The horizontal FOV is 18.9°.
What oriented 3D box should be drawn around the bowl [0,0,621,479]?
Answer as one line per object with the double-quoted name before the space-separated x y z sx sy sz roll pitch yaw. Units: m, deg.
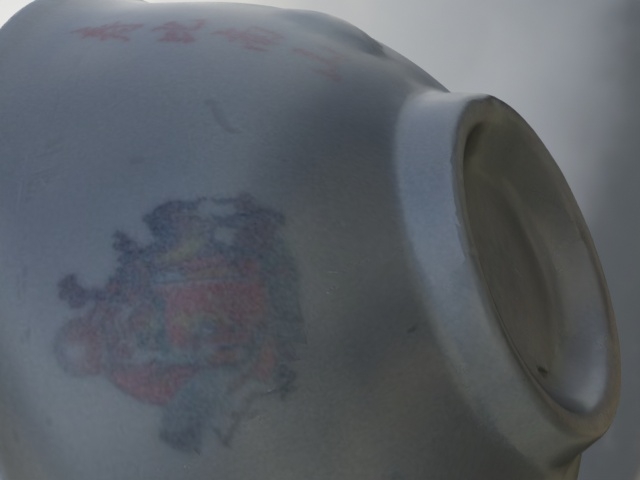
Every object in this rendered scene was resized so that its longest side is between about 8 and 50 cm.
"bowl" 0.020 0.033 0.768 0.345 0.157 0.345 44 -146 -42
